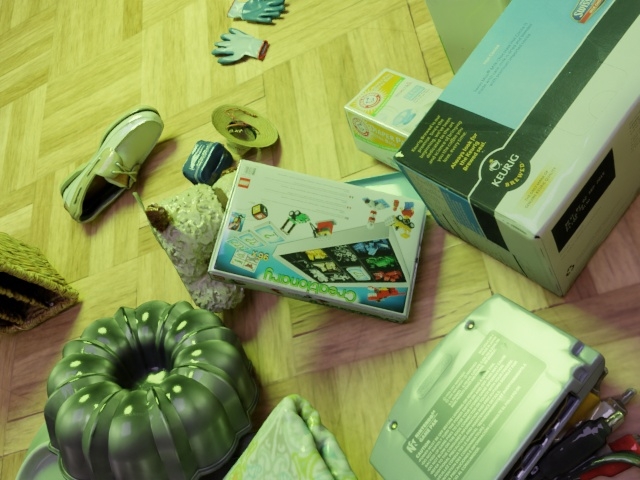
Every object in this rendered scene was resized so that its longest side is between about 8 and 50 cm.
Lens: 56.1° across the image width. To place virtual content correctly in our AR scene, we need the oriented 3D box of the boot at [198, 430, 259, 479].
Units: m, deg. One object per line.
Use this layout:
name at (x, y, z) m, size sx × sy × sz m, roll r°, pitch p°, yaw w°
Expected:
boot at (-0.164, 0.321, 0.945) m, size 0.208 × 0.076 × 0.190 m, roll -21°, pitch 72°, yaw 26°

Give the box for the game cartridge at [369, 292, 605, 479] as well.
game cartridge at (0.198, 0.219, 0.775) m, size 0.294 × 0.060 × 0.196 m, roll -52°, pitch 39°, yaw -1°

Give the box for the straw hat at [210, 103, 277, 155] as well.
straw hat at (-0.158, -0.205, 1.192) m, size 0.144 × 0.144 × 0.061 m, roll 58°, pitch 138°, yaw 34°

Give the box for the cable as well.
cable at (0.287, 0.292, 0.745) m, size 0.287 × 0.072 × 0.139 m, roll -44°, pitch 71°, yaw 18°

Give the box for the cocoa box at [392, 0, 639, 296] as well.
cocoa box at (0.312, -0.148, 0.810) m, size 0.228 × 0.231 × 0.347 m, roll 35°, pitch 87°, yaw 36°

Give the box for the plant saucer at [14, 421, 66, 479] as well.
plant saucer at (-0.395, 0.427, 0.958) m, size 0.400 × 0.100 × 0.400 m, roll -10°, pitch 71°, yaw 33°

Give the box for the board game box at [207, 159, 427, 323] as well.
board game box at (0.000, 0.000, 0.933) m, size 0.305 × 0.053 × 0.193 m, roll 14°, pitch 71°, yaw 1°

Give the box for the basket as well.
basket at (-0.691, 0.096, 1.195) m, size 0.223 × 0.299 × 0.213 m, roll 34°, pitch 86°, yaw 36°

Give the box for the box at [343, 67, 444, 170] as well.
box at (0.153, -0.182, 0.977) m, size 0.114 × 0.103 × 0.203 m, roll -45°, pitch 53°, yaw -16°

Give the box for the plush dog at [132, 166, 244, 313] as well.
plush dog at (-0.173, -0.043, 1.044) m, size 0.225 × 0.210 × 0.262 m, roll -30°, pitch 56°, yaw -15°

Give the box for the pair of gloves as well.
pair of gloves at (-0.161, -0.480, 1.352) m, size 0.159 × 0.023 × 0.198 m, roll 15°, pitch 76°, yaw 31°

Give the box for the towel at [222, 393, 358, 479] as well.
towel at (-0.029, 0.438, 0.740) m, size 0.320 × 0.090 × 0.374 m, roll -54°, pitch 48°, yaw 20°

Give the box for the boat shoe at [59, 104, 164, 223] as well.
boat shoe at (-0.442, -0.157, 1.304) m, size 0.302 × 0.113 × 0.103 m, roll -43°, pitch 55°, yaw 17°

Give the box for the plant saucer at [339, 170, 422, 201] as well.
plant saucer at (0.101, -0.079, 1.024) m, size 0.192 × 0.018 × 0.067 m, roll -8°, pitch 64°, yaw 24°

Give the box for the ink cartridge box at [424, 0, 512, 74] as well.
ink cartridge box at (0.294, -0.476, 0.989) m, size 0.119 × 0.207 × 0.353 m, roll 10°, pitch 72°, yaw 30°

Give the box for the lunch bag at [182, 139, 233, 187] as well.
lunch bag at (-0.220, -0.153, 1.201) m, size 0.065 × 0.067 × 0.098 m, roll 16°, pitch 74°, yaw 32°

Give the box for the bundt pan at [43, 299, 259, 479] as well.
bundt pan at (-0.263, 0.215, 0.918) m, size 0.331 × 0.124 × 0.331 m, roll -2°, pitch 39°, yaw 2°
